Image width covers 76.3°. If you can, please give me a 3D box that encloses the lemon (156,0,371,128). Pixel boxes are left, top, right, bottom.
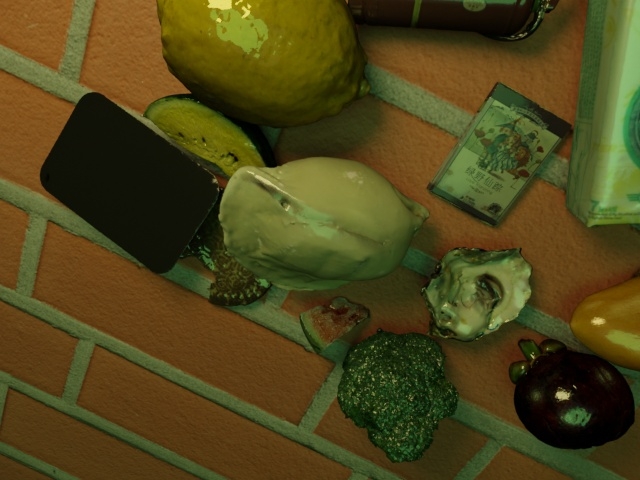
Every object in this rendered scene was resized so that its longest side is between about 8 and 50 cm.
[{"bbox_3d":[-0.089,-0.324,0.657,0.317,0.285,0.285,-11,109,-10],"label":"lemon"}]

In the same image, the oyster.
[{"bbox_3d":[0.317,0.106,0.840,0.223,0.083,0.214,-9,111,8],"label":"oyster"}]

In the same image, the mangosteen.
[{"bbox_3d":[0.505,0.307,0.831,0.216,0.216,0.215,3,110,8],"label":"mangosteen"}]

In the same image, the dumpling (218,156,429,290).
[{"bbox_3d":[0.000,0.000,0.764,0.396,0.233,0.315,10,127,-29],"label":"dumpling"}]

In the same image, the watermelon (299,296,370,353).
[{"bbox_3d":[0.020,0.182,0.901,0.158,0.121,0.097,-34,80,14],"label":"watermelon"}]

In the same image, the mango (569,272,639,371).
[{"bbox_3d":[0.621,0.166,0.782,0.257,0.138,0.187,-15,92,4],"label":"mango"}]

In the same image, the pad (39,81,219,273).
[{"bbox_3d":[-0.381,-0.149,0.870,0.376,0.063,0.314,37,99,6],"label":"pad"}]

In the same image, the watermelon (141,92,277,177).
[{"bbox_3d":[-0.188,-0.194,0.785,0.301,0.123,0.129,34,107,-11],"label":"watermelon"}]

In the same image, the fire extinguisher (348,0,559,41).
[{"bbox_3d":[0.221,-0.406,0.658,0.342,0.105,0.141,8,112,9],"label":"fire extinguisher"}]

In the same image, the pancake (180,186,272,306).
[{"bbox_3d":[-0.227,0.018,0.918,0.289,0.033,0.285,14,112,4],"label":"pancake"}]

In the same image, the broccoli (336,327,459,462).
[{"bbox_3d":[0.169,0.343,0.883,0.254,0.269,0.268,-5,109,20],"label":"broccoli"}]

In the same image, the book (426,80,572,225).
[{"bbox_3d":[0.333,-0.155,0.775,0.158,0.026,0.231,29,111,-3],"label":"book"}]

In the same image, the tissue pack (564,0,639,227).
[{"bbox_3d":[0.573,-0.226,0.641,0.288,0.162,0.387,-2,110,10],"label":"tissue pack"}]
